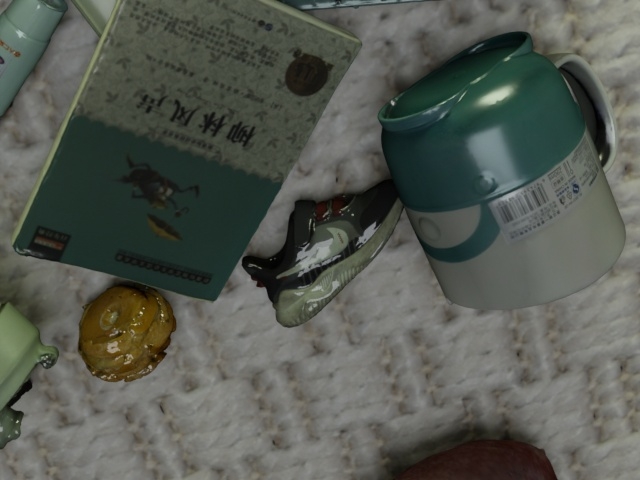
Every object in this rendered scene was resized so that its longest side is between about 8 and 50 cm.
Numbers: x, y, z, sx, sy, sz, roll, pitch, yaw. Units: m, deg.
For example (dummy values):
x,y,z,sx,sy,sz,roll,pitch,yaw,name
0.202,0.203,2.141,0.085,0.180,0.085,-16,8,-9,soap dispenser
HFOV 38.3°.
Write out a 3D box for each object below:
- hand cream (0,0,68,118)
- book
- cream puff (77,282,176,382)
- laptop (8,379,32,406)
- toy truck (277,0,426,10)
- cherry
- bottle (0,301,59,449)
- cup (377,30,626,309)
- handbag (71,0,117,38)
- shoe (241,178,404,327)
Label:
x,y,z,sx,sy,sz,roll,pitch,yaw,name
-0.388,-0.147,1.030,0.085,0.058,0.331,33,117,-22,hand cream
-0.153,-0.108,1.023,0.264,0.031,0.379,17,116,-28,book
-0.237,0.116,1.120,0.133,0.119,0.104,-21,135,33,cream puff
-0.494,0.200,1.179,0.207,0.026,0.154,-41,107,11,laptop
0.101,-0.334,0.952,0.338,0.133,0.184,-3,134,-2,toy truck
0.201,0.395,1.214,0.307,0.221,0.261,-43,112,-7,cherry
-0.454,0.084,1.024,0.352,0.229,0.229,40,104,-13,bottle
0.220,-0.088,1.031,0.290,0.219,0.257,-36,113,-22,cup
-0.188,-0.334,0.961,0.219,0.079,0.256,-35,111,2,handbag
0.000,0.000,1.101,0.112,0.099,0.227,38,105,-10,shoe
